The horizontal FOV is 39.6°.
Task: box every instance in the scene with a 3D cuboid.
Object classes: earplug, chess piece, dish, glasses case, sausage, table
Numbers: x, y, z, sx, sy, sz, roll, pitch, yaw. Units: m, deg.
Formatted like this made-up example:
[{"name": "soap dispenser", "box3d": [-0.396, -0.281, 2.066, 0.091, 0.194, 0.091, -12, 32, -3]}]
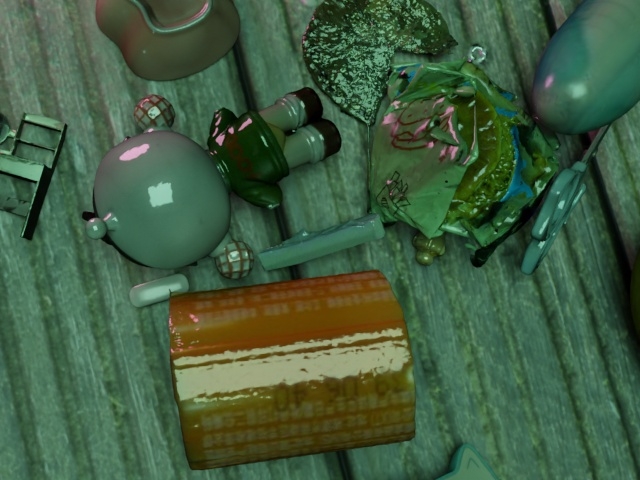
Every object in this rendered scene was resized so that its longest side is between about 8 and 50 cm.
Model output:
[{"name": "earplug", "box3d": [0.387, -0.246, 1.207, 0.185, 0.185, 0.324, 43, 56, 1]}, {"name": "chess piece", "box3d": [0.175, -0.046, 1.281, 0.060, 0.060, 0.172, 22, 83, -2]}, {"name": "dish", "box3d": [-0.219, -0.343, 1.264, 0.213, 0.090, 0.214, 1, 82, -5]}, {"name": "glasses case", "box3d": [-0.224, 0.070, 1.238, 0.083, 0.021, 0.032, -18, 81, -8]}, {"name": "sausage", "box3d": [-0.039, 0.164, 1.142, 0.286, 0.233, 0.233, -6, 82, -5]}, {"name": "table", "box3d": [-0.447, -0.104, 1.223, 0.146, 0.062, 0.175, 15, 83, -3]}]

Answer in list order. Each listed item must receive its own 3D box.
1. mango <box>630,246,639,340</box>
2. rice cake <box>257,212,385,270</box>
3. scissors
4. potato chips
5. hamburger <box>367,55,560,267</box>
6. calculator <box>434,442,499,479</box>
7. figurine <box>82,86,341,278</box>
[{"name": "mango", "box3d": [0.598, 0.137, 1.204, 0.301, 0.220, 0.445, -18, 100, 22]}, {"name": "rice cake", "box3d": [0.000, 0.000, 1.237, 0.180, 0.030, 0.042, -17, 109, 11]}, {"name": "scissors", "box3d": [0.381, -0.107, 1.278, 0.029, 0.191, 0.360, 29, 63, 20]}, {"name": "potato chips", "box3d": [0.086, -0.289, 1.319, 0.219, 0.029, 0.202, -28, 83, -7]}, {"name": "hamburger", "box3d": [0.169, -0.120, 1.186, 0.276, 0.150, 0.261, 21, 88, 34]}, {"name": "calculator", "box3d": [0.213, 0.475, 1.142, 0.256, 0.054, 0.386, -16, 70, -40]}, {"name": "figurine", "box3d": [-0.148, -0.086, 1.201, 0.369, 0.167, 0.281, -28, 89, -18]}]
